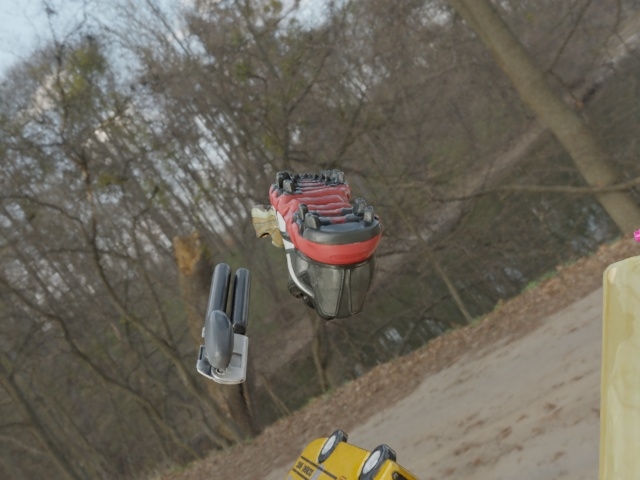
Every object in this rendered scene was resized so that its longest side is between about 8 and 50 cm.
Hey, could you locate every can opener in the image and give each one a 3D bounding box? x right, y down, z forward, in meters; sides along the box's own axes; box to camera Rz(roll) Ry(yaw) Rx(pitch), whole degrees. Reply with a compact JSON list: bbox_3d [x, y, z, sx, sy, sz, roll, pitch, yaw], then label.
[{"bbox_3d":[-0.146,0.116,1.126,0.283,0.075,0.095,-94,22,-57],"label":"can opener"}]

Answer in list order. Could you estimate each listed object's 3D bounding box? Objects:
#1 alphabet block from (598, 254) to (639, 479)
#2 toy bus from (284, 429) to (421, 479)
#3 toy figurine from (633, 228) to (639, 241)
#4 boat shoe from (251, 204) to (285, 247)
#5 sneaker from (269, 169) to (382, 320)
[{"bbox_3d":[0.327,0.112,0.473,0.193,0.192,0.197,-31,44,61],"label":"alphabet block"},{"bbox_3d":[0.043,0.316,0.829,0.130,0.108,0.332,-53,5,-17],"label":"toy bus"},{"bbox_3d":[0.370,-0.030,0.623,0.159,0.173,0.130,-49,-40,3],"label":"toy figurine"},{"bbox_3d":[-0.062,-0.024,1.179,0.068,0.072,0.190,1,2,-24],"label":"boat shoe"},{"bbox_3d":[0.000,0.000,0.774,0.097,0.135,0.276,-6,20,-9],"label":"sneaker"}]
